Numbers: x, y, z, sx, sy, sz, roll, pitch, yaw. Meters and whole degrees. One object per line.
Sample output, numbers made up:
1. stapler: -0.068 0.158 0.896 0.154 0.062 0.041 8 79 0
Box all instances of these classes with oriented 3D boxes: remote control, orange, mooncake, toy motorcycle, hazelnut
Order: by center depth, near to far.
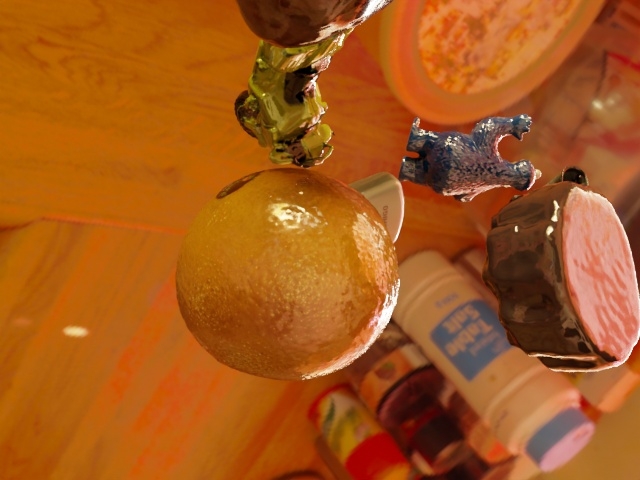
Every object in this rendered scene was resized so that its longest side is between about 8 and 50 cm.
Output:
1. hazelnut: 0.007 -0.320 1.082 0.218 0.218 0.234 -10 159 -36
2. orange: -0.042 0.044 1.188 0.274 0.274 0.274 -25 142 -22
3. mooncake: 0.356 0.058 1.416 0.141 0.283 0.283 -17 165 42
4. remote control: 0.000 0.000 1.429 0.296 0.056 0.140 -23 137 -26
5. toy motorcycle: -0.045 -0.239 1.541 0.142 0.206 0.342 -42 167 -35

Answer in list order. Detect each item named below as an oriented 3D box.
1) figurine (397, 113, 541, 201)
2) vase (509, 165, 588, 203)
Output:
1. figurine: 0.271 -0.135 1.752 0.262 0.120 0.164 0 124 7
2. vase: 0.405 -0.079 1.719 0.059 0.059 0.167 -20 173 -27
